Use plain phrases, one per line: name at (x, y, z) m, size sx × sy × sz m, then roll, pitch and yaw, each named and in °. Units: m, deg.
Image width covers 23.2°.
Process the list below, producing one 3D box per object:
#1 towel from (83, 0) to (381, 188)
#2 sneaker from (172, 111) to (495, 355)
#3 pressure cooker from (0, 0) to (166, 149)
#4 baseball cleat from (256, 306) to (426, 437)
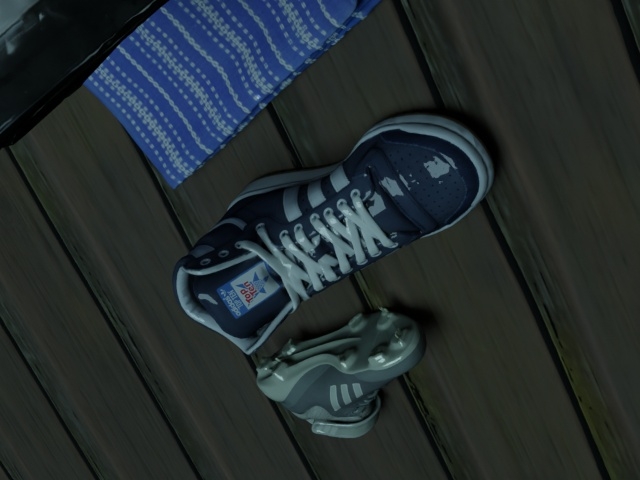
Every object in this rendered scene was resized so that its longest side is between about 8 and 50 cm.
towel at (-0.117, -0.196, 1.207) m, size 0.243 × 0.040 × 0.336 m, roll 47°, pitch 140°, yaw -5°
sneaker at (0.000, 0.000, 1.197) m, size 0.282 × 0.153 × 0.099 m, roll -18°, pitch 113°, yaw 46°
pressure cooker at (-0.254, -0.276, 0.935) m, size 0.420 × 0.370 × 0.375 m, roll 50°, pitch 156°, yaw -10°
baseball cleat at (0.036, 0.117, 1.354) m, size 0.109 × 0.072 × 0.206 m, roll 44°, pitch 147°, yaw -24°
